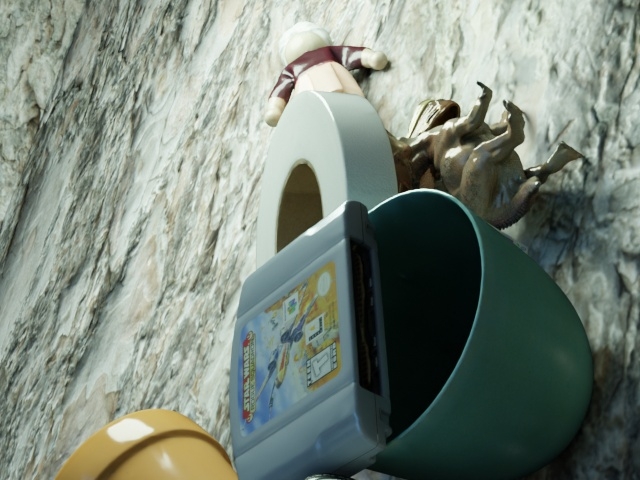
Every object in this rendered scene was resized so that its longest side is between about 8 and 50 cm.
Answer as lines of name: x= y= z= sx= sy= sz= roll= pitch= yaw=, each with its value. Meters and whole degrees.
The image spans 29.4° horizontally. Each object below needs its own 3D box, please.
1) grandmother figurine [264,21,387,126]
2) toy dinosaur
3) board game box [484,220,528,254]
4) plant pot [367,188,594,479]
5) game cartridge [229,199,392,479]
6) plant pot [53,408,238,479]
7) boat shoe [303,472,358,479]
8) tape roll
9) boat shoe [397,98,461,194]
grandmother figurine: x=0.003 y=-0.248 z=1.881 sx=0.207 sy=0.104 sz=0.342 roll=-18 pitch=33 yaw=-3
toy dinosaur: x=0.188 y=-0.076 z=1.488 sx=0.200 sy=0.127 sz=0.296 roll=-55 pitch=36 yaw=11
board game box: x=0.159 y=0.014 z=1.475 sx=0.154 sy=0.103 sz=0.026 roll=-18 pitch=53 yaw=49
plant pot: x=0.145 y=0.127 z=1.283 sx=0.293 sy=0.235 sz=0.293 roll=-36 pitch=40 yaw=37
game cartridge: x=-0.016 y=0.120 z=1.249 sx=0.198 sy=0.062 sz=0.297 roll=-34 pitch=41 yaw=32
plant pot: x=-0.187 y=0.386 z=1.553 sx=0.203 sy=0.291 sz=0.291 roll=21 pitch=84 yaw=42
boat shoe: x=0.075 y=0.307 z=1.182 sx=0.114 sy=0.302 sz=0.091 roll=-45 pitch=26 yaw=4
tape roll: x=0.000 y=0.000 z=1.596 sx=0.392 sy=0.072 sz=0.392 roll=-178 pitch=90 yaw=-71
boat shoe: x=0.140 y=-0.113 z=1.637 sx=0.060 sy=0.064 sz=0.178 roll=-3 pitch=61 yaw=57
